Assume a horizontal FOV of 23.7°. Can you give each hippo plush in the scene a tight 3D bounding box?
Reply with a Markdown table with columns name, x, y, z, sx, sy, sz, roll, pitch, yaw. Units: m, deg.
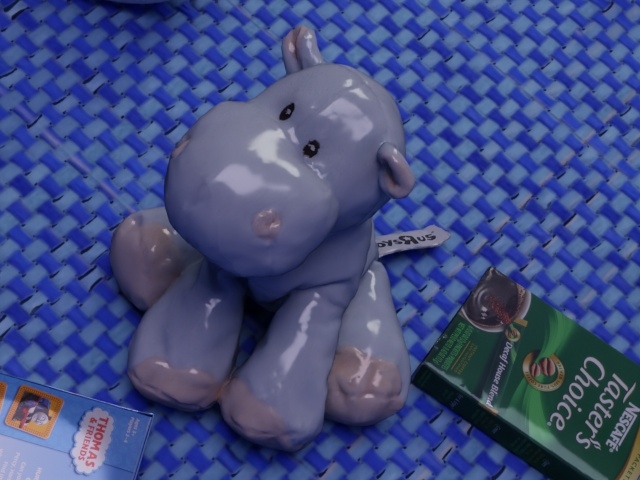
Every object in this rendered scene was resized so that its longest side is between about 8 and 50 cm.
| name | x | y | z | sx | sy | sz | roll | pitch | yaw |
| --- | --- | --- | --- | --- | --- | --- | --- | --- | --- |
| hippo plush | 0.000 | 0.000 | 1.080 | 0.294 | 0.236 | 0.234 | -26 | 71 | -23 |

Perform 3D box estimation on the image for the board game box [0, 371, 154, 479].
| name | x | y | z | sx | sy | sz | roll | pitch | yaw |
| --- | --- | --- | --- | --- | --- | --- | --- | --- | --- |
| board game box | -0.237 | 0.168 | 1.052 | 0.211 | 0.039 | 0.160 | 16 | 61 | -4 |

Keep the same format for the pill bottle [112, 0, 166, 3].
| name | x | y | z | sx | sy | sz | roll | pitch | yaw |
| --- | --- | --- | --- | --- | --- | --- | --- | --- | --- |
| pill bottle | -0.138 | -0.379 | 1.275 | 0.188 | 0.188 | 0.334 | 15 | 61 | -5 |

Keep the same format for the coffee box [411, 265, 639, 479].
| name | x | y | z | sx | sy | sz | roll | pitch | yaw |
| --- | --- | --- | --- | --- | --- | --- | --- | --- | --- |
| coffee box | 0.176 | 0.114 | 1.174 | 0.184 | 0.040 | 0.113 | 35 | 60 | 6 |
